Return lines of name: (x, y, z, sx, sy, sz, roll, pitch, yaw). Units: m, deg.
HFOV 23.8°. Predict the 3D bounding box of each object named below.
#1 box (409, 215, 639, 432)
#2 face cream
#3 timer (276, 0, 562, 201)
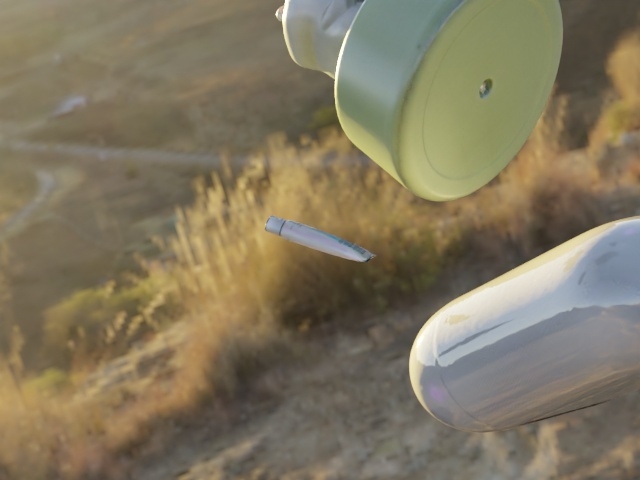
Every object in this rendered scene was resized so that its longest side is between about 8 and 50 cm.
box: (0.270, 0.076, 1.448, 0.288, 0.141, 0.349, -10, -14, -39)
face cream: (0.000, 0.000, 1.538, 0.115, 0.020, 0.038, 18, 15, 13)
timer: (0.082, -0.239, 1.813, 0.291, 0.291, 0.315, -30, 47, -35)
